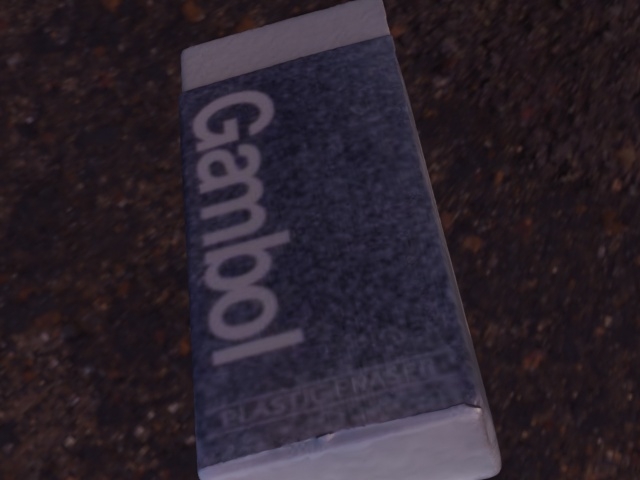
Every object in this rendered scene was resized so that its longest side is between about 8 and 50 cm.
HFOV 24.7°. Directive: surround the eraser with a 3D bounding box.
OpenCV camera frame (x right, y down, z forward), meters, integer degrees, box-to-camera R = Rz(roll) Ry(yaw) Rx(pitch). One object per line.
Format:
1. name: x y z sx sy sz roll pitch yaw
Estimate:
1. eraser: 0.000 0.000 0.523 0.092 0.212 0.046 -14 135 7
